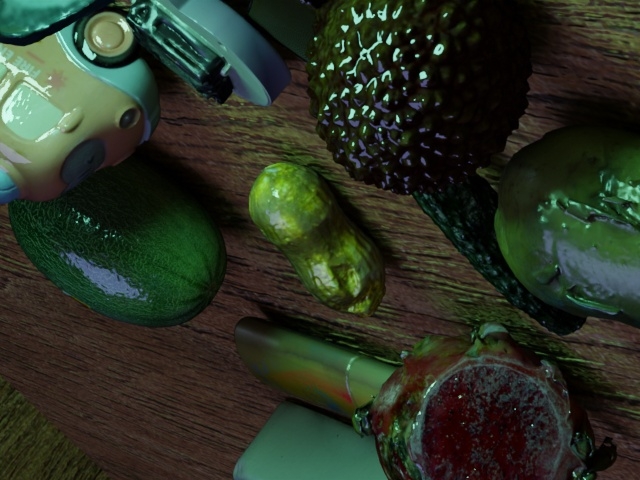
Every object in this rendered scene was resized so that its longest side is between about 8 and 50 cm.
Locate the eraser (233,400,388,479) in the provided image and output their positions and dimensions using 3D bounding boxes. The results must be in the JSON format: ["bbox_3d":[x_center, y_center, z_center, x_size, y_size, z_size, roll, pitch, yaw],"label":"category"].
[{"bbox_3d":[0.074,0.386,2.690,0.331,0.150,0.331,31,162,11],"label":"eraser"}]

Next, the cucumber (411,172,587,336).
[{"bbox_3d":[0.141,-0.014,1.701,0.067,0.067,0.293,12,157,50],"label":"cucumber"}]

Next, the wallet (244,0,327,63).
[{"bbox_3d":[0.028,-0.157,1.647,0.198,0.031,0.110,35,161,2],"label":"wallet"}]

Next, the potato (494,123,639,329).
[{"bbox_3d":[0.244,0.001,1.481,0.248,0.143,0.169,26,170,24],"label":"potato"}]

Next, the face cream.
[{"bbox_3d":[0.023,0.170,2.383,0.285,0.067,0.139,16,155,45],"label":"face cream"}]

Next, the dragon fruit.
[{"bbox_3d":[0.176,0.187,1.985,0.282,0.211,0.147,9,167,-2],"label":"dragon fruit"}]

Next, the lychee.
[{"bbox_3d":[0.070,-0.120,1.450,0.188,0.188,0.188,32,161,12],"label":"lychee"}]

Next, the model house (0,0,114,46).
[{"bbox_3d":[-0.204,-0.281,1.481,0.184,0.253,0.291,57,172,-19],"label":"model house"}]

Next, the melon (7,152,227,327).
[{"bbox_3d":[-0.241,-0.014,2.222,0.288,0.182,0.182,35,161,7],"label":"melon"}]

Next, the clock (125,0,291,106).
[{"bbox_3d":[-0.116,-0.180,1.755,0.198,0.064,0.172,40,170,12],"label":"clock"}]

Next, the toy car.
[{"bbox_3d":[-0.307,-0.151,1.957,0.270,0.212,0.180,34,161,4],"label":"toy car"}]

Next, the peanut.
[{"bbox_3d":[0.000,0.000,1.992,0.087,0.087,0.206,13,149,49],"label":"peanut"}]
